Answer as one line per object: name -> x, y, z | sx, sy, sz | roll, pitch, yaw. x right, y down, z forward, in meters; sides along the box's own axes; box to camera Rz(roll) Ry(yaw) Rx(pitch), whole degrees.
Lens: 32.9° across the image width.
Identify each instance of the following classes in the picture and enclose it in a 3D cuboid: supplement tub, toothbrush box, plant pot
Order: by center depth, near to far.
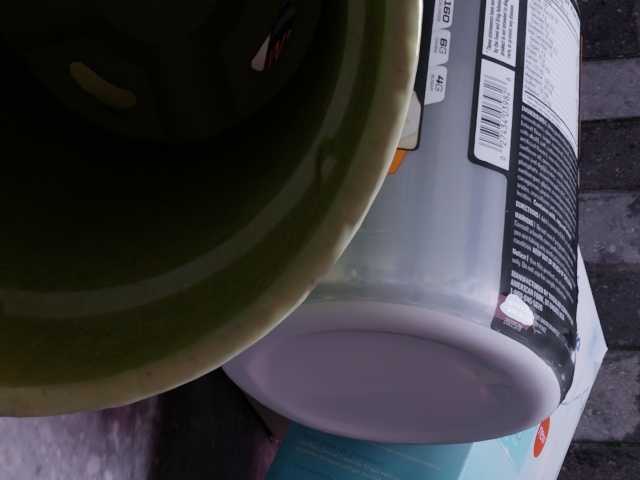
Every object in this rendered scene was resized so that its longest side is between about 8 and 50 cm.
plant pot -> -0.096, -0.105, 0.444 | 0.254, 0.276, 0.276 | -70, 154, -74
supplement tub -> 0.055, -0.057, 0.638 | 0.193, 0.193, 0.316 | 61, 32, -54
plant pot -> -0.095, -0.078, 0.642 | 0.134, 0.095, 0.134 | -2, 90, -71
toothbrush box -> 0.083, 0.142, 0.757 | 0.295, 0.126, 0.216 | -63, 149, -21

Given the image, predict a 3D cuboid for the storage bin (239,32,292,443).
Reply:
storage bin -> 0.000, 0.000, 0.876 | 0.262, 0.123, 0.260 | 63, 31, -50
